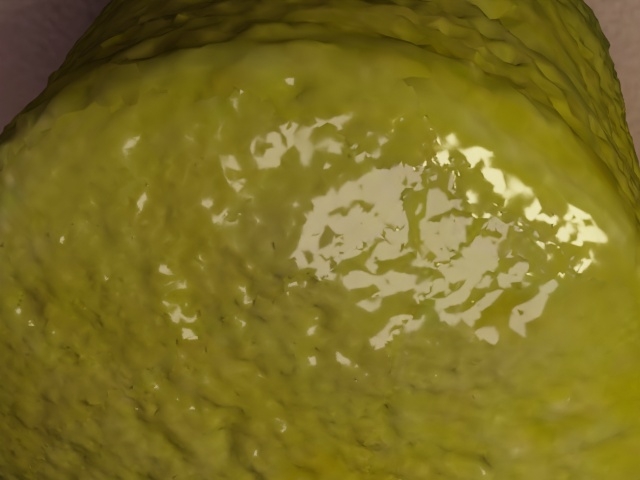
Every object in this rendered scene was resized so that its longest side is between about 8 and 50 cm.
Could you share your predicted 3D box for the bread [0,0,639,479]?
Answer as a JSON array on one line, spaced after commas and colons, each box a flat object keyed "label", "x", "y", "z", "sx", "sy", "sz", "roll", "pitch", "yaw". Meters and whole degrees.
[{"label": "bread", "x": 0.000, "y": 0.000, "z": 0.954, "sx": 0.348, "sy": 0.308, "sz": 0.348, "roll": 3, "pitch": 128, "yaw": 4}]
